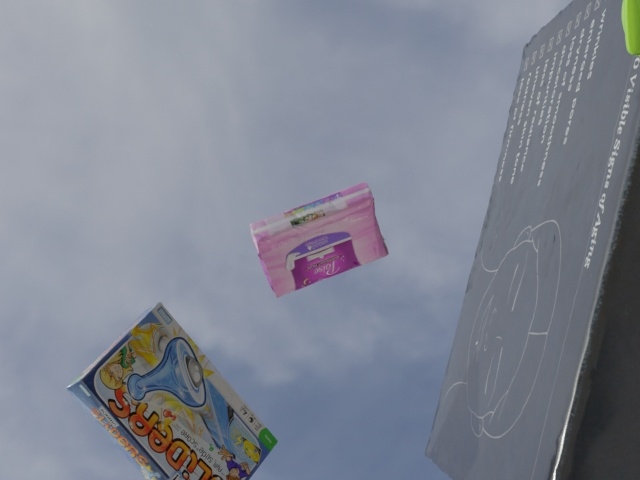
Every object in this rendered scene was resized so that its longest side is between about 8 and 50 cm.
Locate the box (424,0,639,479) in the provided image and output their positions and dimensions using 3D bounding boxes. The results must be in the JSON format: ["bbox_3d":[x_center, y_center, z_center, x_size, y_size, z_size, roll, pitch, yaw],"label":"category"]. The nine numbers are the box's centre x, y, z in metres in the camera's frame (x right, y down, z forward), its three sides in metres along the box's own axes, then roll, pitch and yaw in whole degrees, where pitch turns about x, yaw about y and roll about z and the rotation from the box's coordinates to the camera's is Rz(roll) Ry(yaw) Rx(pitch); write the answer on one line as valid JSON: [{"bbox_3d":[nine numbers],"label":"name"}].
[{"bbox_3d":[0.313,0.027,0.919,0.297,0.472,0.480,15,-94,0],"label":"box"}]

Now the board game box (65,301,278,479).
[{"bbox_3d":[-0.149,0.182,1.111,0.201,0.136,0.035,51,-45,-10],"label":"board game box"}]

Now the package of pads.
[{"bbox_3d":[0.000,0.000,0.695,0.083,0.032,0.050,-21,-53,-4],"label":"package of pads"}]

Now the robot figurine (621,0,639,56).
[{"bbox_3d":[0.227,-0.139,0.642,0.115,0.101,0.067,-20,-72,-38],"label":"robot figurine"}]
